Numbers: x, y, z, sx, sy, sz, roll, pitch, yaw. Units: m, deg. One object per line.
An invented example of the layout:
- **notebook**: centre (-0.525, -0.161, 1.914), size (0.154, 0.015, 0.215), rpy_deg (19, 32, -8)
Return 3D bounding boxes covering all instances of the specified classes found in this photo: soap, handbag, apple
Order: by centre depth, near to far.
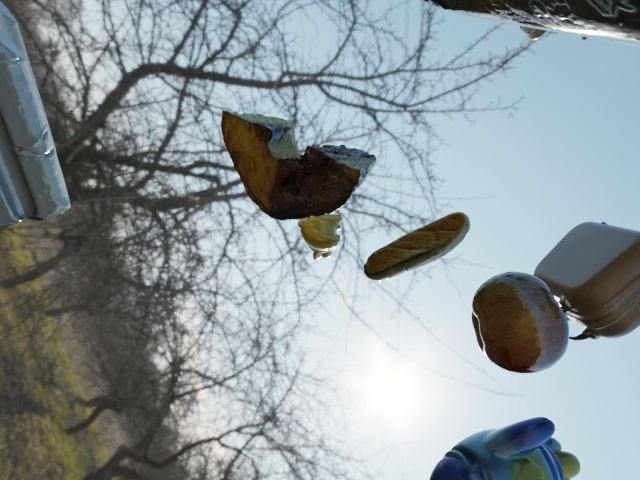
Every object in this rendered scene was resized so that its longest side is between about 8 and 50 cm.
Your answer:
- **apple**: centre (0.240, 0.103, 0.742), size (0.126, 0.102, 0.126), rpy_deg (-18, 90, -87)
- **soap**: centre (-0.676, -0.210, 1.091), size (0.435, 0.350, 0.213), rpy_deg (97, -30, -52)
- **handbag**: centre (0.576, 0.099, 1.304), size (0.149, 0.283, 0.302), rpy_deg (47, 2, -9)

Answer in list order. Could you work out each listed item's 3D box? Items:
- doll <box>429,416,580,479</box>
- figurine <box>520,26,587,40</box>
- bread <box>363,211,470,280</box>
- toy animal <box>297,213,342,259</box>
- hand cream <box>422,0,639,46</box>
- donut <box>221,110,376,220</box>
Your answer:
- **doll**: centre (0.264, 0.403, 0.863), size (0.376, 0.187, 0.365), rpy_deg (55, 34, -32)
- **figurine**: centre (0.380, -0.335, 0.862), size (0.132, 0.154, 0.132), rpy_deg (-171, -90, -81)
- **bread**: centre (0.178, 0.019, 1.109), size (0.053, 0.214, 0.073), rpy_deg (47, 22, -41)
- **toy animal**: centre (-0.003, -0.002, 1.203), size (0.159, 0.083, 0.070), rpy_deg (93, 4, -71)
- **hand cream**: centre (0.102, -0.158, 0.323), size (0.120, 0.061, 0.270), rpy_deg (39, 4, -34)
- **donut**: centre (-0.031, -0.113, 1.016), size (0.295, 0.112, 0.151), rpy_deg (29, -53, 33)
